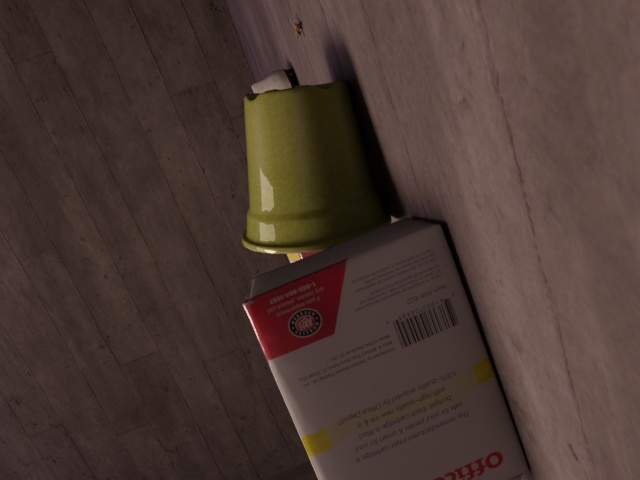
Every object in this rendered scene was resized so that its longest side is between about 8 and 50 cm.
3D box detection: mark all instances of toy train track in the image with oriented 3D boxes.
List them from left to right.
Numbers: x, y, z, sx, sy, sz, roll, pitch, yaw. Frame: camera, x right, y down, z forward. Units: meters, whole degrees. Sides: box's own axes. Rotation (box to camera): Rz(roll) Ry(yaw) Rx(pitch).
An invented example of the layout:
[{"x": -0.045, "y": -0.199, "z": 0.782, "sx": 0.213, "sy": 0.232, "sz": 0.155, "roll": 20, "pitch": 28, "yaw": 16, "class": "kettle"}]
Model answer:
[{"x": -0.048, "y": -0.449, "z": 1.061, "sx": 0.048, "sy": 0.014, "sz": 0.083, "roll": 62, "pitch": -177, "yaw": -8, "class": "toy train track"}]

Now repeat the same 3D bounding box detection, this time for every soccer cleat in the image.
[{"x": -0.136, "y": -0.405, "z": 1.503, "sx": 0.331, "sy": 0.143, "sz": 0.116, "roll": 86, "pitch": 161, "yaw": -78, "class": "soccer cleat"}]

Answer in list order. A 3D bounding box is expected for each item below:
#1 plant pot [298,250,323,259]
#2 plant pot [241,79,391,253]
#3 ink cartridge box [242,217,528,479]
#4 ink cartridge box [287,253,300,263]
[{"x": 0.033, "y": 0.001, "z": 1.170, "sx": 0.201, "sy": 0.180, "sz": 0.201, "roll": 159, "pitch": 90, "yaw": -85, "class": "plant pot"}, {"x": -0.026, "y": -0.140, "z": 0.877, "sx": 0.276, "sy": 0.276, "sz": 0.254, "roll": -125, "pitch": 24, "yaw": -72, "class": "plant pot"}, {"x": 0.090, "y": 0.195, "z": 0.730, "sx": 0.160, "sy": 0.279, "sz": 0.385, "roll": -135, "pitch": 24, "yaw": -82, "class": "ink cartridge box"}, {"x": 0.000, "y": 0.000, "z": 1.389, "sx": 0.207, "sy": 0.119, "sz": 0.354, "roll": -26, "pitch": 85, "yaw": 48, "class": "ink cartridge box"}]
